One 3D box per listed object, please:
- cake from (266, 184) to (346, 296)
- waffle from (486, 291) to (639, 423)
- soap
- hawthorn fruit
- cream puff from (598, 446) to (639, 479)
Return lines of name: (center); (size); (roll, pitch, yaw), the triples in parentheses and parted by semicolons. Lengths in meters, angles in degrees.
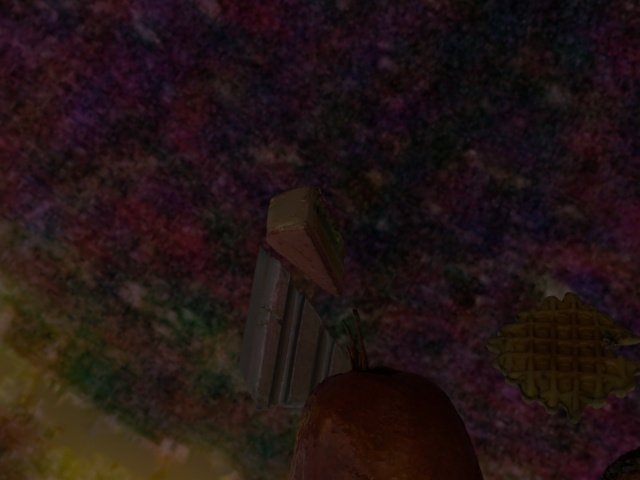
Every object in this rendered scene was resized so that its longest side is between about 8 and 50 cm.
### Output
cake: (-0.020, 0.002, 1.669); (0.090, 0.109, 0.225); (-6, 144, 19)
waffle: (0.441, 0.204, 1.705); (0.261, 0.250, 0.056); (40, 151, 39)
soap: (-0.013, 0.178, 1.856); (0.258, 0.302, 0.159); (9, 180, -14)
hawthorn fruit: (0.063, 0.221, 1.025); (0.211, 0.299, 0.211); (-8, 176, -1)
cream puff: (0.534, 0.427, 1.442); (0.165, 0.239, 0.239); (4, -176, -40)
